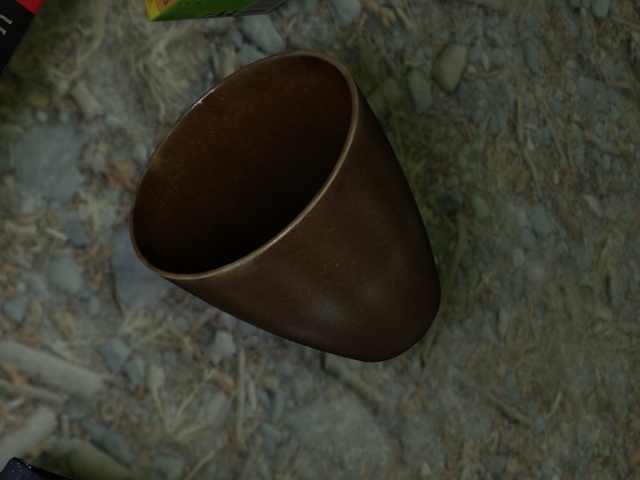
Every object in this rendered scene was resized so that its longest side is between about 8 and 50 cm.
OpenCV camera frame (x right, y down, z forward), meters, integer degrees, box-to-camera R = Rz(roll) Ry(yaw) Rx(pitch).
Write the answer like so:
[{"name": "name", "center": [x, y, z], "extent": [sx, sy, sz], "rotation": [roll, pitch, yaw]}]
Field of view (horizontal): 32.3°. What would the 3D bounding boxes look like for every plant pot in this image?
[{"name": "plant pot", "center": [0.000, 0.000, 0.912], "extent": [0.230, 0.215, 0.215], "rotation": [45, 60, -39]}]

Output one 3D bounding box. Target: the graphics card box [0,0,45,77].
[{"name": "graphics card box", "center": [-0.358, -0.088, 0.717], "extent": [0.233, 0.094, 0.371], "rotation": [33, 65, -28]}]

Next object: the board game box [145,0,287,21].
[{"name": "board game box", "center": [-0.027, -0.229, 0.869], "extent": [0.124, 0.259, 0.039], "rotation": [-13, 91, -36]}]

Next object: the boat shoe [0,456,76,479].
[{"name": "boat shoe", "center": [-0.239, 0.311, 0.754], "extent": [0.158, 0.127, 0.340], "rotation": [34, 72, 2]}]
